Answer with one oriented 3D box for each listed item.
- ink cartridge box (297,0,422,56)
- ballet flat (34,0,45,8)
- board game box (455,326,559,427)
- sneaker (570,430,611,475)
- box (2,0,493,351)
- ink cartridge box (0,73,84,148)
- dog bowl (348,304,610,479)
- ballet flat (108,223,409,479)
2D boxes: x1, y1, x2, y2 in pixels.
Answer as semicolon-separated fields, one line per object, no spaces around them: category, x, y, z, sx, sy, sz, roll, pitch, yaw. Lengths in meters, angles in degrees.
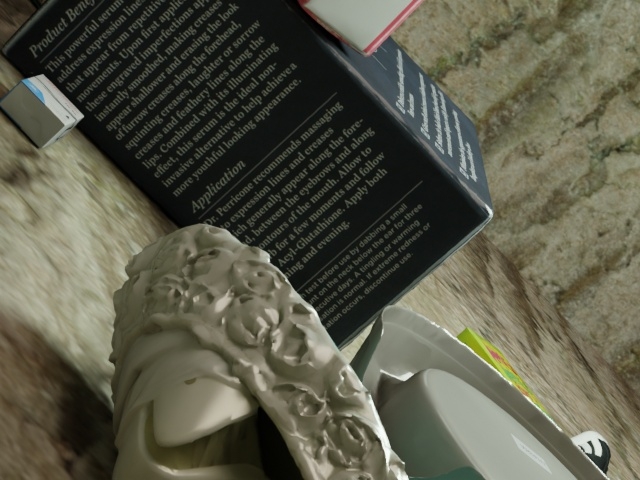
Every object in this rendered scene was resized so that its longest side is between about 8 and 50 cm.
ink cartridge box;0.028;-0.286;1.301;0.092;0.158;0.218;32;21;-39
ballet flat;-0.276;-0.264;1.539;0.041;0.041;0.114;39;13;-41
board game box;0.230;0.194;1.868;0.092;0.043;0.181;34;16;-51
sneaker;0.298;0.285;1.735;0.121;0.079;0.217;55;20;22
box;-0.053;-0.136;1.416;0.395;0.212;0.293;45;15;-12
ink cartridge box;-0.214;-0.102;1.190;0.048;0.028;0.083;46;9;-5
dog bowl;0.131;0.202;1.050;0.349;0.102;0.349;44;10;-10
ballet flat;-0.022;0.144;0.769;0.409;0.147;0.147;53;11;30
